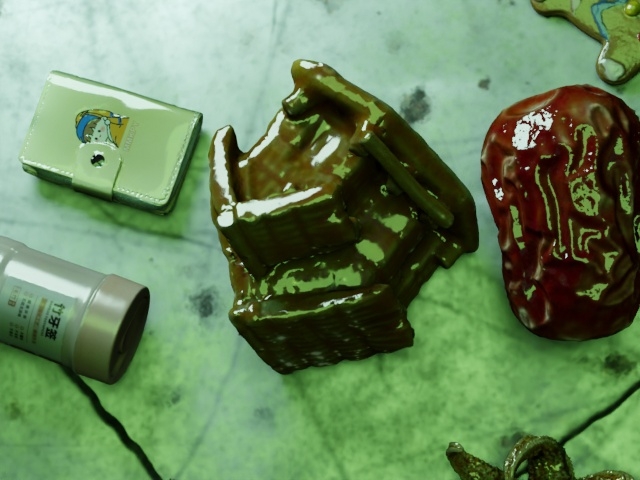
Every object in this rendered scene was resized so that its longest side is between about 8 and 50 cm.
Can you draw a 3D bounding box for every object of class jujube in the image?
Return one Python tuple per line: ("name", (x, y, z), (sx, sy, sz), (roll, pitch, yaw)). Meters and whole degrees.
("jujube", (0.226, -0.024, 1.311), (0.155, 0.155, 0.230), (-5, 87, 2))

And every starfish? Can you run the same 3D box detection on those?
("starfish", (0.190, 0.247, 1.291), (0.190, 0.074, 0.146), (25, 80, 7))

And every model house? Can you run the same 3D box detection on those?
("model house", (0.001, -0.001, 1.297), (0.220, 0.199, 0.229), (31, 77, 21))

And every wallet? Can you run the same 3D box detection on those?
("wallet", (-0.203, -0.093, 1.398), (0.155, 0.039, 0.110), (17, 77, 6))

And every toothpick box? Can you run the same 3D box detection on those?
("toothpick box", (-0.245, 0.064, 1.338), (0.149, 0.098, 0.098), (19, 80, 7))

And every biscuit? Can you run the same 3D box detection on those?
("biscuit", (0.313, -0.214, 1.401), (0.138, 0.031, 0.205), (-42, 81, -6))

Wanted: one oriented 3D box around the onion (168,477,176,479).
("onion", (-0.147, 0.269, 1.293), (0.150, 0.150, 0.140), (-7, 48, 2))
